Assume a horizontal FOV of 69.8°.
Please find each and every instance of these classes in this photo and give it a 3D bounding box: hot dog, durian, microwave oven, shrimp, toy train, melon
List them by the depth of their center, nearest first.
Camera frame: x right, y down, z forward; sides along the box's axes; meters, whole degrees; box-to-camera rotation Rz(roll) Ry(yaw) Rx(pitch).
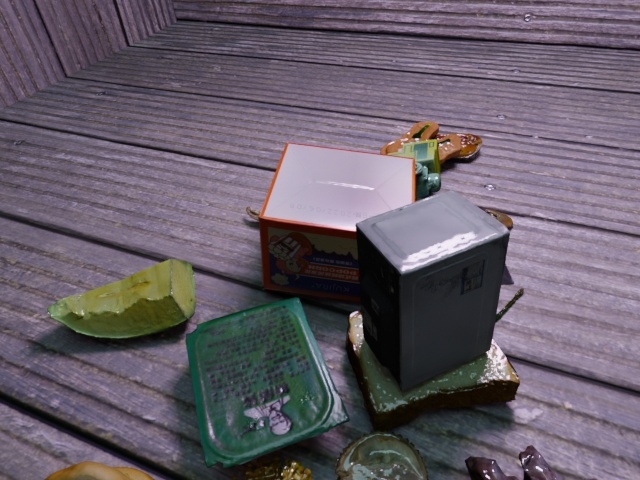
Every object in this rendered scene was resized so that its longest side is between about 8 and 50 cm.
[{"bbox_3d":[0.114,0.415,0.788,0.188,0.091,0.148,10,55,11],"label":"durian"},{"bbox_3d":[0.192,0.087,0.851,0.237,0.295,0.181,-19,38,-14],"label":"microwave oven"},{"bbox_3d":[-0.476,0.151,1.119,0.323,0.124,0.196,-15,41,-3],"label":"melon"},{"bbox_3d":[0.469,-0.059,1.338,0.178,0.034,0.124,-14,39,-13],"label":"shrimp"},{"bbox_3d":[0.179,-0.186,1.396,0.369,0.150,0.237,-4,37,19],"label":"toy train"},{"bbox_3d":[0.444,-0.340,1.634,0.253,0.069,0.131,8,43,15],"label":"hot dog"}]

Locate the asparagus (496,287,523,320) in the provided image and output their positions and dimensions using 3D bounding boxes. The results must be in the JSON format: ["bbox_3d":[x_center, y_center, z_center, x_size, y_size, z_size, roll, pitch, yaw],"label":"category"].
[{"bbox_3d":[0.446,0.161,1.103,0.166,0.013,0.016,-33,59,-28],"label":"asparagus"}]

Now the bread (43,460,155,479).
[{"bbox_3d":[-0.289,0.455,0.659,0.316,0.270,0.211,19,31,32],"label":"bread"}]

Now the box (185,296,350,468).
[{"bbox_3d":[-0.119,0.290,0.939,0.264,0.106,0.336,-15,43,-11],"label":"box"}]

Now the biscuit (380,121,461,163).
[{"bbox_3d":[0.310,-0.286,1.543,0.334,0.047,0.202,-36,57,-13],"label":"biscuit"}]

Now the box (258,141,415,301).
[{"bbox_3d":[0.048,-0.043,1.167,0.349,0.257,0.318,7,46,3],"label":"box"}]

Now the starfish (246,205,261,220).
[{"bbox_3d":[-0.117,-0.068,1.391,0.241,0.043,0.227,17,42,14],"label":"starfish"}]

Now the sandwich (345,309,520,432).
[{"bbox_3d":[0.212,0.242,0.970,0.301,0.099,0.271,-12,37,-4],"label":"sandwich"}]

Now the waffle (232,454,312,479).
[{"bbox_3d":[-0.086,0.461,0.765,0.197,0.070,0.193,31,53,33],"label":"waffle"}]

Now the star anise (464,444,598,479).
[{"bbox_3d":[0.346,0.460,0.693,0.332,0.117,0.331,0,37,0],"label":"star anise"}]

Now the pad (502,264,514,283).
[{"bbox_3d":[0.398,0.076,1.211,0.193,0.004,0.116,-3,41,2],"label":"pad"}]
